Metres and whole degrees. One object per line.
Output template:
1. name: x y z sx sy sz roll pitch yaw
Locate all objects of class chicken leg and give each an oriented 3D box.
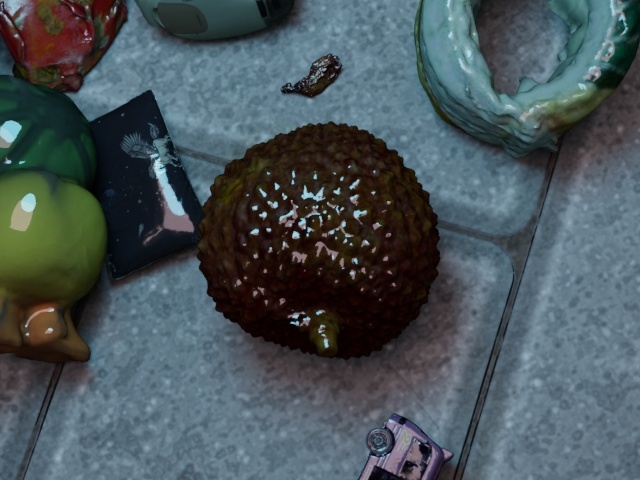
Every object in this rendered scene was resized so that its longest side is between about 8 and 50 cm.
1. chicken leg: -0.009 -0.199 1.956 0.083 0.021 0.036 -36 85 2

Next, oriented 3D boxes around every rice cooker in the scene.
1. rice cooker: -0.130 -0.323 1.939 0.206 0.145 0.127 2 65 10

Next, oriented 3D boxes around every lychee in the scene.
1. lychee: 0.000 0.000 1.783 0.275 0.276 0.304 -7 49 5

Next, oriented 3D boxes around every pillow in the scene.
1. pillow: -0.224 -0.069 1.932 0.141 0.055 0.208 -24 75 7

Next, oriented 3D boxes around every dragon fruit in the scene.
1. dragon fruit: -0.320 -0.337 1.970 0.211 0.134 0.262 -22 75 -4

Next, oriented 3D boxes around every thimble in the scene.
1. thimble: 0.240 -0.246 1.848 0.254 0.167 0.288 6 84 -1

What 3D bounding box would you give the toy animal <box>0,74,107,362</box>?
1. toy animal: -0.342 -0.032 1.845 0.191 0.216 0.338 -19 70 45

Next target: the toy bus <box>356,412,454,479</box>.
1. toy bus: 0.077 0.292 1.798 0.098 0.087 0.178 24 84 10
